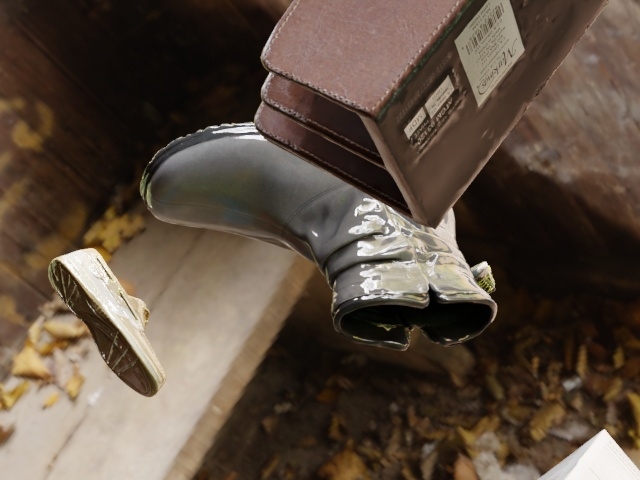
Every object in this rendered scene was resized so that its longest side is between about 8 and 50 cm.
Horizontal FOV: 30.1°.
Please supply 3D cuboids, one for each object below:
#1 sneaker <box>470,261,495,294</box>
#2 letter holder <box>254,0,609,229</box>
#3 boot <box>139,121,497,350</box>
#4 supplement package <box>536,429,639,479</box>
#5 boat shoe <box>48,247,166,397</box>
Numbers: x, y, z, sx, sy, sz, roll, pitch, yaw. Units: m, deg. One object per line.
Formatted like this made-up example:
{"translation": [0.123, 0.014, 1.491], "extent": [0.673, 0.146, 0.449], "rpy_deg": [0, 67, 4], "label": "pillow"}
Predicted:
{"translation": [0.198, 0.048, 1.451], "extent": [0.031, 0.083, 0.035], "rpy_deg": [-27, 78, 17], "label": "sneaker"}
{"translation": [0.075, -0.201, 0.924], "extent": [0.214, 0.152, 0.302], "rpy_deg": [30, 75, 34], "label": "letter holder"}
{"translation": [0.000, 0.000, 1.174], "extent": [0.338, 0.118, 0.222], "rpy_deg": [0, 45, -15], "label": "boot"}
{"translation": [0.332, 0.372, 1.537], "extent": [0.139, 0.244, 0.134], "rpy_deg": [50, 120, 10], "label": "supplement package"}
{"translation": [-0.201, 0.077, 1.195], "extent": [0.059, 0.170, 0.063], "rpy_deg": [-32, -6, -41], "label": "boat shoe"}
